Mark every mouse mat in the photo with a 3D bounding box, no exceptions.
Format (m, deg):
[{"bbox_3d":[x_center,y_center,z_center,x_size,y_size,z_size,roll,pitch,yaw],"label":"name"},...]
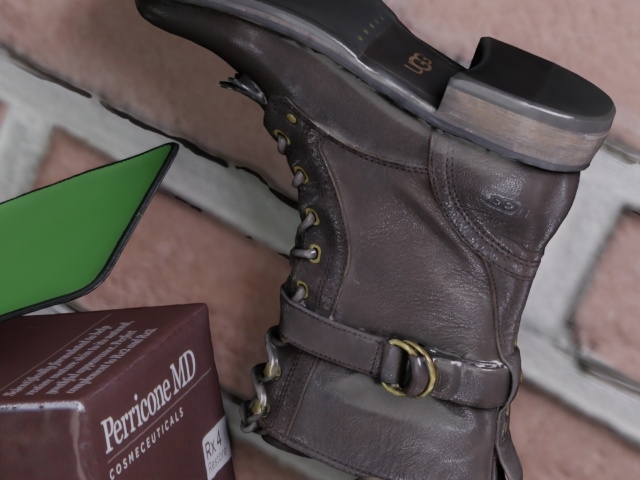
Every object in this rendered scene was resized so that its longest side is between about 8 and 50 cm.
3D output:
[{"bbox_3d":[-0.164,0.012,0.814,0.190,0.152,0.007,-19,113,20],"label":"mouse mat"}]

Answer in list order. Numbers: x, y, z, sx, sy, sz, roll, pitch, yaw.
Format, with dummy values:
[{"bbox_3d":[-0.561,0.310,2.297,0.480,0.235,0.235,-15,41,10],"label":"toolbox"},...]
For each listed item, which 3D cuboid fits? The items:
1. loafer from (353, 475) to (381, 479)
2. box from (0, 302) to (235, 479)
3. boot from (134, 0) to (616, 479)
[{"bbox_3d":[0.035,0.161,0.822,0.050,0.056,0.148,1,144,-2],"label":"loafer"},{"bbox_3d":[-0.142,0.153,0.830,0.167,0.168,0.203,-4,102,17],"label":"box"},{"bbox_3d":[0.000,0.000,0.799,0.263,0.091,0.229,26,117,17],"label":"boot"}]
